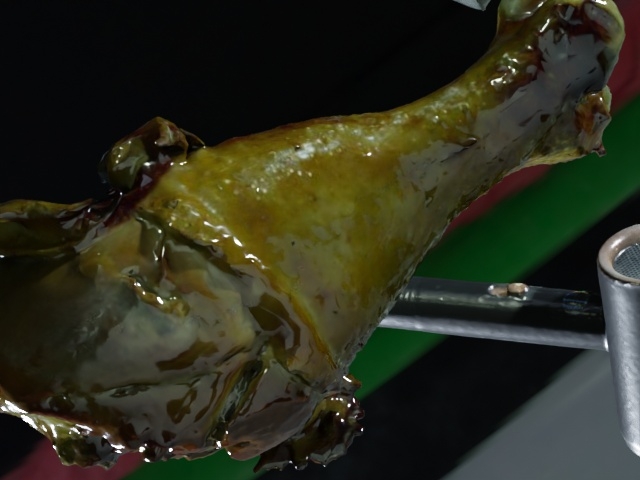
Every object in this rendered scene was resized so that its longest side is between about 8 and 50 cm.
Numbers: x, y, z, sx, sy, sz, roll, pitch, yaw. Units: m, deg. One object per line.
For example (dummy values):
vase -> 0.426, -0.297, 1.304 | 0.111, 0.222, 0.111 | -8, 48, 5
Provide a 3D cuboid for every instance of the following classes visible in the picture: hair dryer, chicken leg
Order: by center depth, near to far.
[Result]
chicken leg -> -0.002, 0.016, 0.975 | 0.361, 0.140, 0.211 | -18, -53, -11
hair dryer -> 0.117, 0.055, 1.133 | 0.070, 0.255, 0.128 | -48, -47, -48

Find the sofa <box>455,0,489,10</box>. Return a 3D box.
sofa -> 0.072, -0.169, 0.727 | 0.147, 0.060, 0.085 | -58, -31, -14
